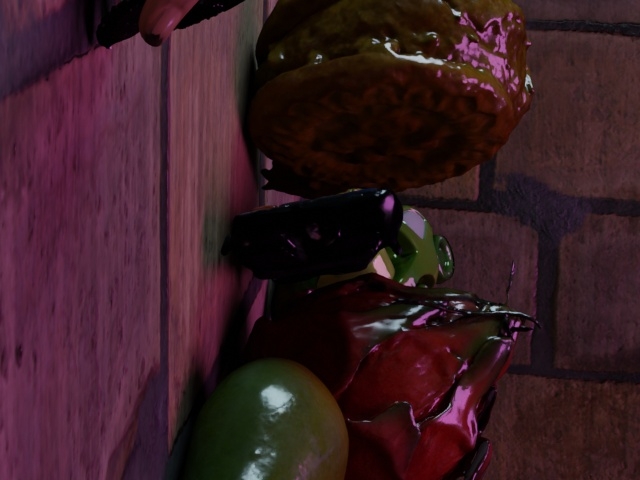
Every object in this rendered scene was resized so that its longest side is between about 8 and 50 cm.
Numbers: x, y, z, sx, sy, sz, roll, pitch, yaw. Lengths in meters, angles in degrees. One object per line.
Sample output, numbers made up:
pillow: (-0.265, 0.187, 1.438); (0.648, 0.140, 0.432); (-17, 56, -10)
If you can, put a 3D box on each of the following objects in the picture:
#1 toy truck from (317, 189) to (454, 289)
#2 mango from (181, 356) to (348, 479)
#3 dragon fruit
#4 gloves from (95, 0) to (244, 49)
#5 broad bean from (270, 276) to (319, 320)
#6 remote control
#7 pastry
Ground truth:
toy truck: (0.050, 0.021, 2.030); (0.210, 0.148, 0.187); (53, 36, -45)
mango: (-0.043, 0.187, 1.242); (0.251, 0.114, 0.156); (-80, 179, -55)
dragon fruit: (0.052, 0.118, 1.464); (0.234, 0.293, 0.234); (51, 2, -2)
gloves: (-0.058, -0.169, 0.915); (0.129, 0.106, 0.181); (89, 3, -54)
broad bean: (-0.025, 0.102, 1.697); (0.292, 0.049, 0.144); (-81, 173, -47)
remote control: (0.000, 0.000, 1.462); (0.399, 0.144, 0.062); (11, 68, -87)
pastry: (0.059, -0.134, 1.478); (0.235, 0.240, 0.132); (83, 7, -68)
